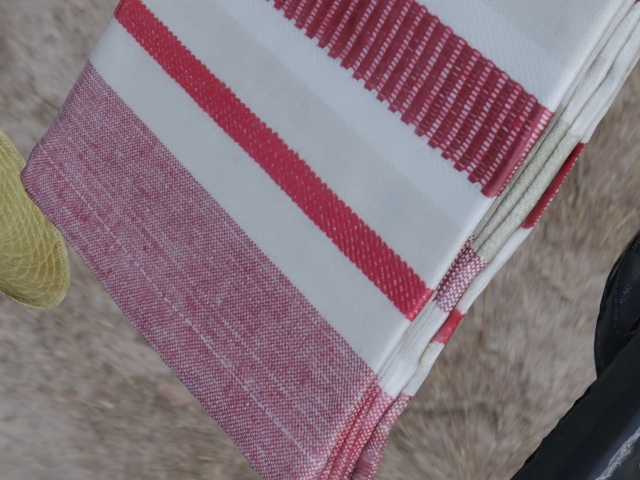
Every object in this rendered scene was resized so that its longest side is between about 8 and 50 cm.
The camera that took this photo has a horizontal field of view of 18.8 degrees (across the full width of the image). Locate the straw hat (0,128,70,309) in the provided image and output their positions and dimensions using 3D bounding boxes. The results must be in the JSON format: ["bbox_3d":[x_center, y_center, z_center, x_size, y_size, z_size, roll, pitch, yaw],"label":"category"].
[{"bbox_3d":[-0.186,-0.015,0.908,0.061,0.144,0.144,-32,81,14],"label":"straw hat"}]

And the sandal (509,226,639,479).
[{"bbox_3d":[0.183,0.042,0.895,0.446,0.167,0.107,-46,36,-17],"label":"sandal"}]

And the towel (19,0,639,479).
[{"bbox_3d":[0.025,-0.097,0.690,0.329,0.037,0.237,-57,45,13],"label":"towel"}]
